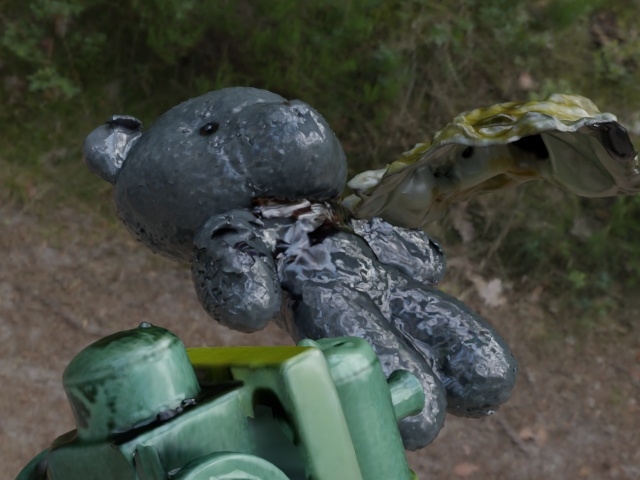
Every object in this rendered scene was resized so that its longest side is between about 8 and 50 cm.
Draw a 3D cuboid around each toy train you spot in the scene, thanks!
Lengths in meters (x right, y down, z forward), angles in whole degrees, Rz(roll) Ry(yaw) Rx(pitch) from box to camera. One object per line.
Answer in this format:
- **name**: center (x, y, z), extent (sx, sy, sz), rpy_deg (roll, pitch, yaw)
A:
- **toy train**: center (0.004, 0.199, 0.530), extent (0.237, 0.369, 0.150), rpy_deg (-22, 9, -39)

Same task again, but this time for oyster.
- **oyster**: center (0.071, -0.026, 0.395), extent (0.146, 0.045, 0.121), rpy_deg (-5, 5, -25)

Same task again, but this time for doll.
- **doll**: center (0.001, -0.008, 0.802), extent (0.246, 0.158, 0.340), rpy_deg (-8, 36, -42)
